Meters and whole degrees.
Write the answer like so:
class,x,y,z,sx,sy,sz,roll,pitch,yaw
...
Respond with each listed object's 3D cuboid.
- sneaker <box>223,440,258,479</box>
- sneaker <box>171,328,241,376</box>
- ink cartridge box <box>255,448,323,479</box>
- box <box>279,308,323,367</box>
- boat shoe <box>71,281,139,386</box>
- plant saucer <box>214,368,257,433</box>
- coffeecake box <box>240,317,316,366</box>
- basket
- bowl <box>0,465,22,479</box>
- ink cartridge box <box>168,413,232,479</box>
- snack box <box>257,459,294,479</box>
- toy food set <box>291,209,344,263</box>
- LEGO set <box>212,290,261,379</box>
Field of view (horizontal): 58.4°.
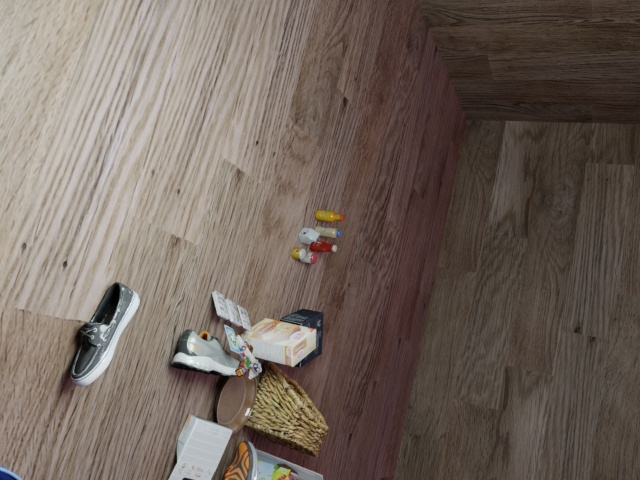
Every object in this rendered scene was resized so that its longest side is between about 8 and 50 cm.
class,x,y,z,sx,sy,sz,roll,pitch,yaw
sneaker,-0.278,0.705,1.643,0.321,0.180,0.125,-100,-156,-61
sneaker,-0.288,0.307,1.541,0.271,0.100,0.108,42,51,-60
ink cartridge box,-0.086,0.784,1.860,0.060,0.275,0.239,-39,132,-51
box,-0.066,0.333,1.977,0.158,0.093,0.156,-15,110,-60
boat shoe,-0.461,0.187,1.196,0.076,0.080,0.228,59,45,-42
plant saucer,-0.258,0.474,1.707,0.198,0.036,0.199,-24,118,-58
coffeecake box,-0.127,0.308,1.751,0.142,0.185,0.068,-27,121,-58
basket,-0.078,0.560,1.885,0.223,0.213,0.299,-67,150,-25
bowl,-0.652,0.553,0.925,0.391,0.077,0.391,-25,118,-59
ink cartridge box,-0.334,0.580,1.558,0.145,0.045,0.179,39,71,-42
snack box,-0.205,0.778,1.741,0.207,0.174,0.070,-49,134,-46
toy food set,0.000,0.000,1.999,0.232,0.104,0.111,-56,143,-40
LEGO set,-0.236,0.278,1.589,0.182,0.060,0.244,46,18,-57
